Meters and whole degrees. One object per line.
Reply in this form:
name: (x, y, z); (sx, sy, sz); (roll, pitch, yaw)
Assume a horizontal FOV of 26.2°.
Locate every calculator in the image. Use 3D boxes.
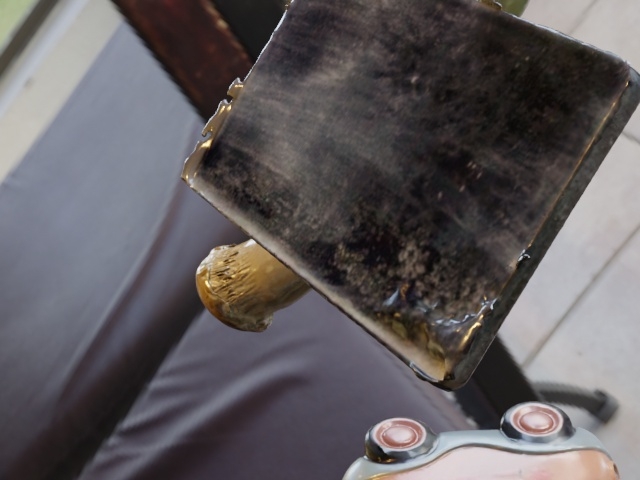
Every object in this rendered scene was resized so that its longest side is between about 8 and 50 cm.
calculator: (0.030, -0.049, 0.655); (0.161, 0.021, 0.261); (-58, 38, 5)

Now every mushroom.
mushroom: (0.000, 0.000, 1.095); (0.209, 0.084, 0.071); (-32, 41, 12)

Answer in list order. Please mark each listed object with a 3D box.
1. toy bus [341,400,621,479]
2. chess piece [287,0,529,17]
toy bus: (0.153, 0.291, 1.269); (0.232, 0.287, 0.194); (-101, 8, -63)
chess piece: (0.170, -0.277, 1.139); (0.442, 0.234, 0.234); (-30, 15, -35)
